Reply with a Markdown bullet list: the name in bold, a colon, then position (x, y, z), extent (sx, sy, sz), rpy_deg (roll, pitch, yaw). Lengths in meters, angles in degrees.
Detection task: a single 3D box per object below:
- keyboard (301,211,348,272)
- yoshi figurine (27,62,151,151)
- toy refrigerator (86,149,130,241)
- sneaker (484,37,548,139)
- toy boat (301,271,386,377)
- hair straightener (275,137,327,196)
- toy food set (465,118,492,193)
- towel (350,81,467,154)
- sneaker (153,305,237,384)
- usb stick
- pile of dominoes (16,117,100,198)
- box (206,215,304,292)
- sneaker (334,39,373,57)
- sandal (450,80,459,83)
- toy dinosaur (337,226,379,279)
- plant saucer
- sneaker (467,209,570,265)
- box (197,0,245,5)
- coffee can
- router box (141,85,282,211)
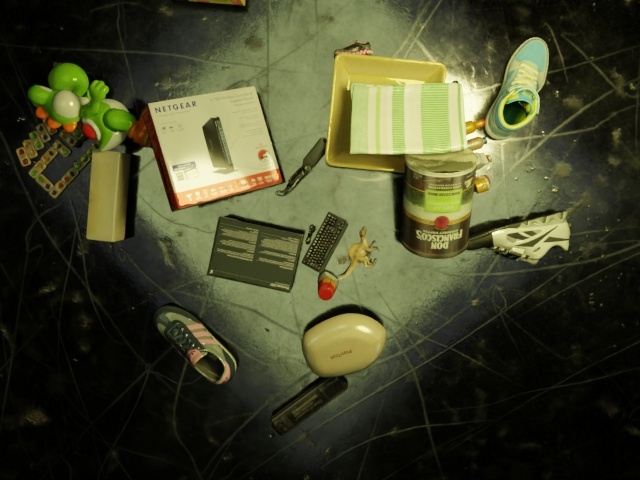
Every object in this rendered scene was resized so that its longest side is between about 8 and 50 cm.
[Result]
- **keyboard**: position (0.000, 0.000, 1.914), extent (0.108, 0.023, 0.180), rpy_deg (28, 89, 18)
- **yoshi figurine**: position (-0.654, -0.410, 1.810), extent (0.362, 0.203, 0.204), rpy_deg (18, 130, -10)
- **toy refrigerator**: position (-0.651, -0.137, 1.889), extent (0.094, 0.102, 0.270), rpy_deg (7, 96, 1)
- **sneaker**: position (0.595, -0.447, 1.785), extent (0.127, 0.208, 0.319), rpy_deg (21, 95, 1)
- **toy boat**: position (0.058, 0.256, 1.901), extent (0.267, 0.148, 0.318), rpy_deg (-15, 102, 7)
- **hair straightener**: position (-0.056, -0.221, 1.876), extent (0.047, 0.089, 0.230), rpy_deg (44, 94, -5)
- **toy food set**: position (0.475, -0.244, 1.845), extent (0.104, 0.111, 0.232), rpy_deg (-19, 63, 3)
- **towel**: position (0.246, -0.350, 1.750), extent (0.324, 0.038, 0.248), rpy_deg (1, 63, 2)
- **sneaker**: position (-0.392, 0.321, 1.907), extent (0.319, 0.131, 0.112), rpy_deg (39, 95, -2)
- **usb stick**: position (-0.036, 0.516, 1.961), extent (0.278, 0.045, 0.077), rpy_deg (-37, 100, 4)
- **pile of dominoes**: position (-0.817, -0.285, 1.910), extent (0.196, 0.040, 0.251), rpy_deg (43, 94, -3)
- **box**: position (-0.197, 0.041, 1.895), extent (0.261, 0.103, 0.184), rpy_deg (13, 92, 0)
- **sneaker**: position (0.099, -0.577, 1.871), extent (0.119, 0.047, 0.057), rpy_deg (-3, 76, 0)
- **sandal**: position (0.401, -0.397, 1.842), extent (0.067, 0.040, 0.179), rpy_deg (33, 64, -40)
- **toy dinosaur**: position (0.126, 0.054, 1.924), extent (0.092, 0.053, 0.183), rpy_deg (23, 87, 14)
- **plant saucer**: position (0.192, -0.375, 1.863), extent (0.332, 0.081, 0.333), rpy_deg (6, 95, 0)
- **sneaker**: position (0.596, 0.013, 1.867), extent (0.330, 0.122, 0.146), rpy_deg (-12, 93, 2)
- **box**: position (-0.343, -0.745, 1.840), extent (0.232, 0.087, 0.058), rpy_deg (4, 97, 0)
- **coffee can**: position (0.334, -0.115, 1.769), extent (0.201, 0.202, 0.275), rpy_deg (-2, 123, 1)
- **router box**: position (-0.311, -0.270, 1.798), extent (0.335, 0.082, 0.301), rpy_deg (-18, 94, -29)
